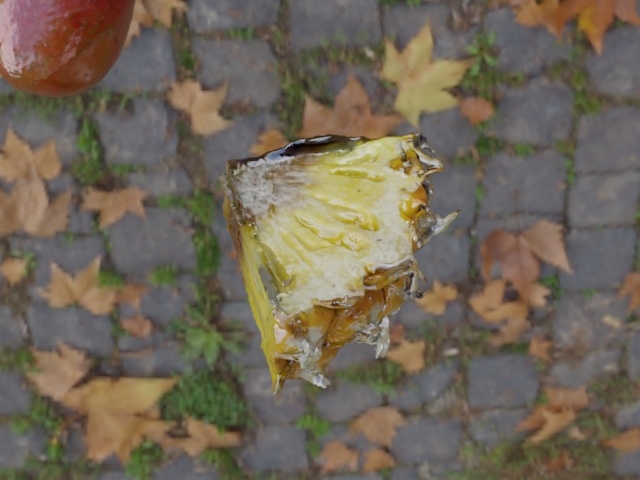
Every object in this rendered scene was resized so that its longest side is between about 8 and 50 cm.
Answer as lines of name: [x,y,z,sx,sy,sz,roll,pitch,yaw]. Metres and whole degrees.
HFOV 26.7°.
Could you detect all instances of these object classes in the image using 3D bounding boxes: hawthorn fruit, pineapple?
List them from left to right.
hawthorn fruit: [-0.209,-0.188,1.073,0.132,0.133,0.138,19,141,-21]
pineapple: [0.000,0.000,1.063,0.186,0.236,0.114,25,144,9]
